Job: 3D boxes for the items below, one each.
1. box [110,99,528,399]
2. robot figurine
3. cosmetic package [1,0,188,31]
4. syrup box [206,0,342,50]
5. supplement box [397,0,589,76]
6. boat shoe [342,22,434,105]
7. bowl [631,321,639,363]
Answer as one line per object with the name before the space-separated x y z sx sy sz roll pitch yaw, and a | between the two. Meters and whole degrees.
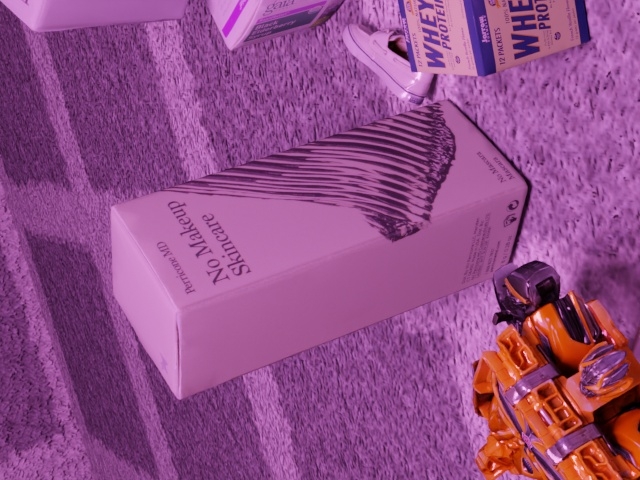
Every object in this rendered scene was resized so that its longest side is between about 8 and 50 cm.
box | 0.000 0.000 0.876 0.113 0.275 0.094 51 149 35
robot figurine | 0.162 0.135 0.802 0.211 0.085 0.291 56 173 26
cosmetic package | -0.158 -0.367 0.892 0.217 0.156 0.385 40 122 27
syrup box | -0.069 -0.284 1.018 0.237 0.093 0.096 66 154 8
supplement box | 0.106 -0.141 0.783 0.083 0.083 0.056 17 124 60
boat shoe | 0.053 -0.144 0.956 0.100 0.035 0.035 53 123 40
bowl | 0.247 0.070 0.694 0.142 0.053 0.142 51 150 36
